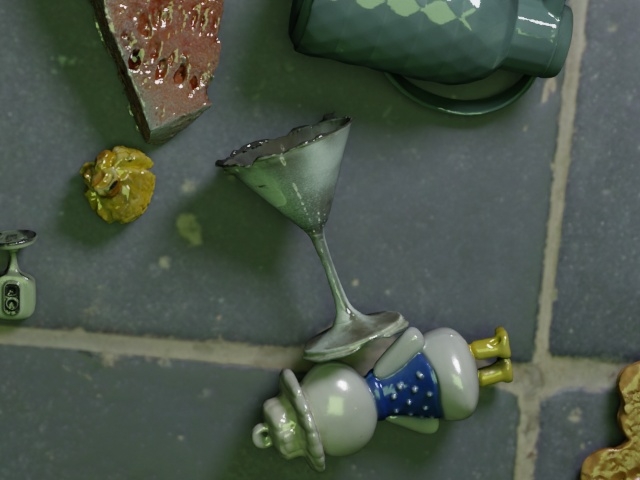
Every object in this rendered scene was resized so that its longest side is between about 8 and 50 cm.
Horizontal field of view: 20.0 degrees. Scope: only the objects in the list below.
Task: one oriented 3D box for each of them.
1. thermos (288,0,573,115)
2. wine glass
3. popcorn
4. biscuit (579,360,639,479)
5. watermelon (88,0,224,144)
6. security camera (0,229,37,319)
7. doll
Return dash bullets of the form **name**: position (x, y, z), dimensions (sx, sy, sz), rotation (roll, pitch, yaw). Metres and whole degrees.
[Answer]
- **thermos**: position (0.114, -0.222, 1.888), dimensions (0.286, 0.145, 0.182), rotation (14, 126, -9)
- **wine glass**: position (0.000, 0.000, 1.894), dimensions (0.156, 0.156, 0.232), rotation (-20, 101, -4)
- **popcorn**: position (-0.211, -0.058, 1.894), dimensions (0.084, 0.084, 0.084), rotation (-1, 96, -6)
- **biscuit**: position (0.429, 0.298, 2.015), dimensions (0.269, 0.051, 0.376), rotation (-27, 97, 0)
- **watermelon**: position (-0.170, -0.218, 1.888), dimensions (0.154, 0.094, 0.241), rotation (-8, 98, -15)
- **security camera**: position (-0.322, 0.039, 1.910), dimensions (0.058, 0.058, 0.092), rotation (-5, 105, -6)
- **doll**: position (0.065, 0.164, 1.935), dimensions (0.293, 0.119, 0.138), rotation (-19, 127, -9)
